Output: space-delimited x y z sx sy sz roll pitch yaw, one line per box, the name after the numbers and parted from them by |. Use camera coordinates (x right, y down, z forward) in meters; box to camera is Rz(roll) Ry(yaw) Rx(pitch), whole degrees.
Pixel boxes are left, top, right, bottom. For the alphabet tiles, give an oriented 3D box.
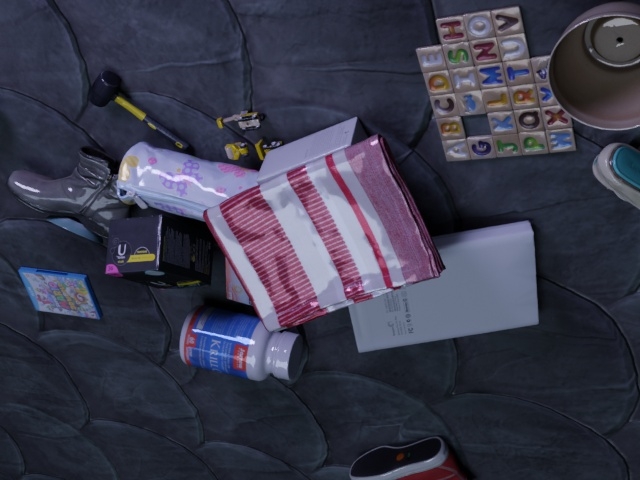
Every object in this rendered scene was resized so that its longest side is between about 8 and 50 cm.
0.250 -0.219 1.302 0.198 0.009 0.237 -3 128 26 | alphabet tiles

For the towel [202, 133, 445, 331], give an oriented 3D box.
0.000 0.000 1.404 0.329 0.037 0.237 -21 105 25 | towel

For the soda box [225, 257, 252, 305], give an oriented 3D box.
-0.135 0.033 1.660 0.063 0.058 0.183 15 134 12 | soda box

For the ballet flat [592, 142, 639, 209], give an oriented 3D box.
0.494 -0.055 1.300 0.248 0.086 0.086 35 134 -6 | ballet flat

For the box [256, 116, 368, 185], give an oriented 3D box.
0.007 -0.097 1.441 0.170 0.091 0.130 -18 121 23 | box

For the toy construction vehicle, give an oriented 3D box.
-0.114 -0.172 1.491 0.098 0.035 0.086 -7 128 20 | toy construction vehicle

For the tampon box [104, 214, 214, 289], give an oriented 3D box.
-0.287 0.024 1.635 0.120 0.101 0.161 -5 165 29 | tampon box

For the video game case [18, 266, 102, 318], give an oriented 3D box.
-0.559 0.113 1.949 0.166 0.015 0.119 6 131 20 | video game case

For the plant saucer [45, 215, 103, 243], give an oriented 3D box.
-0.469 -0.026 1.745 0.119 0.021 0.119 25 177 2 | plant saucer

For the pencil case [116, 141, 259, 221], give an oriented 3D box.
-0.207 -0.086 1.541 0.273 0.124 0.113 14 111 11 | pencil case

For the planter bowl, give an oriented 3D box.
0.380 -0.237 1.157 0.162 0.109 0.162 13 133 14 | planter bowl

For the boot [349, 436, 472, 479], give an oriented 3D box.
0.195 0.513 1.918 0.244 0.088 0.176 -19 121 31 | boot

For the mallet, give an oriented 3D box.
-0.311 -0.209 1.545 0.190 0.039 0.062 41 132 -19 | mallet

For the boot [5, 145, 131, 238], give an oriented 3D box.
-0.447 -0.115 1.668 0.247 0.083 0.161 23 128 -4 | boot

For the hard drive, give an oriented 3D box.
0.197 0.080 1.491 0.308 0.040 0.203 -10 127 4 | hard drive

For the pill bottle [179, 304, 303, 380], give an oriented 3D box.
-0.152 0.205 1.772 0.222 0.124 0.124 10 132 16 | pill bottle
